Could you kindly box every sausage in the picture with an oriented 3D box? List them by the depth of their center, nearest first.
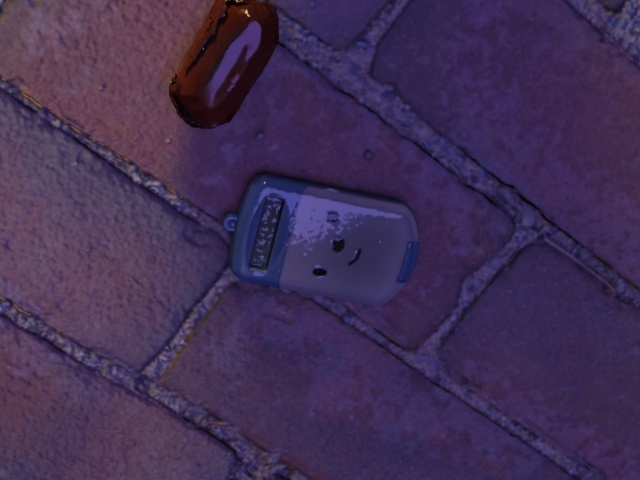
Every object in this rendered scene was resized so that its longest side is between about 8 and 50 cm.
[{"bbox_3d":[-0.093,-0.173,1.263,0.076,0.076,0.141,26,103,-17],"label":"sausage"}]

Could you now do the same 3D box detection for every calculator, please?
[{"bbox_3d":[0.000,0.000,1.361,0.210,0.039,0.121,12,107,-12],"label":"calculator"}]
